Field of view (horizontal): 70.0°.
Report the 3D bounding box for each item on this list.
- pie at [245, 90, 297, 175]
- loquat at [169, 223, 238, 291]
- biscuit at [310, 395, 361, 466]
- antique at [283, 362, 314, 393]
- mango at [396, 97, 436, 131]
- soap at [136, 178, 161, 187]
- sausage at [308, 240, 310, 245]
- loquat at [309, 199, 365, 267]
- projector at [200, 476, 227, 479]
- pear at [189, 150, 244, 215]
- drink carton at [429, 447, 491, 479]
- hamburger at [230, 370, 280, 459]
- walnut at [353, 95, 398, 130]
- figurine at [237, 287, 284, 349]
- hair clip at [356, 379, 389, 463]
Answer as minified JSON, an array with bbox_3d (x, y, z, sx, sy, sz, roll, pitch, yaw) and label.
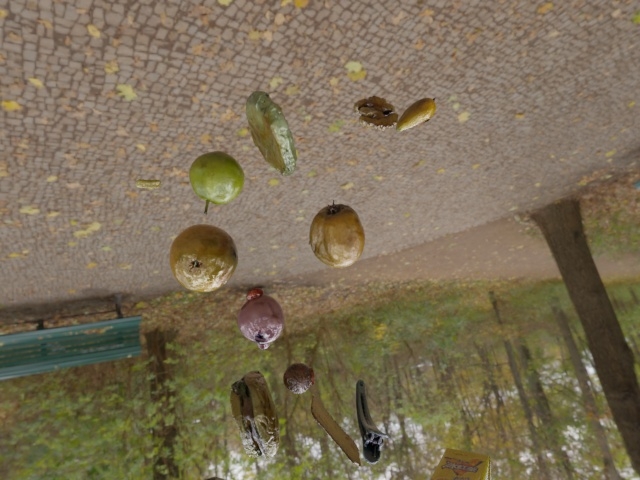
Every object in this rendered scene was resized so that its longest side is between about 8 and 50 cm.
[{"bbox_3d":[-0.156,-0.338,1.467,0.071,0.306,0.306,-30,167,-14],"label":"pie"},{"bbox_3d":[-0.448,0.068,1.755,0.263,0.263,0.263,-12,163,-4],"label":"loquat"},{"bbox_3d":[0.047,0.602,1.441,0.013,0.232,0.237,-41,175,-3],"label":"biscuit"},{"bbox_3d":[-0.074,0.453,1.502,0.104,0.104,0.104,-12,163,-4],"label":"antique"},{"bbox_3d":[0.367,-0.486,1.756,0.187,0.101,0.066,-34,132,15],"label":"mango"},{"bbox_3d":[-0.622,-0.206,1.656,0.089,0.012,0.034,-5,120,-36],"label":"soap"},{"bbox_3d":[0.000,0.000,1.814,0.116,0.026,0.026,-14,167,-38],"label":"sausage"},{"bbox_3d":[0.057,-0.019,1.500,0.187,0.234,0.176,4,-161,33],"label":"loquat"},{"bbox_3d":[-0.288,0.714,1.239,0.061,0.115,0.147,3,161,-33],"label":"projector"},{"bbox_3d":[-0.349,-0.186,1.504,0.180,0.216,0.166,21,177,15],"label":"pear"},{"bbox_3d":[0.435,0.789,1.437,0.154,0.111,0.351,-2,180,28],"label":"drink carton"},{"bbox_3d":[-0.209,0.577,1.521,0.134,0.265,0.285,-21,-170,-5],"label":"hamburger"},{"bbox_3d":[0.197,-0.456,1.659,0.170,0.143,0.069,-6,154,-26],"label":"walnut"},{"bbox_3d":[-0.202,0.273,1.567,0.173,0.173,0.173,-12,163,-4],"label":"figurine"},{"bbox_3d":[0.114,0.447,1.172,0.048,0.083,0.275,15,-169,-9],"label":"hair clip"}]
